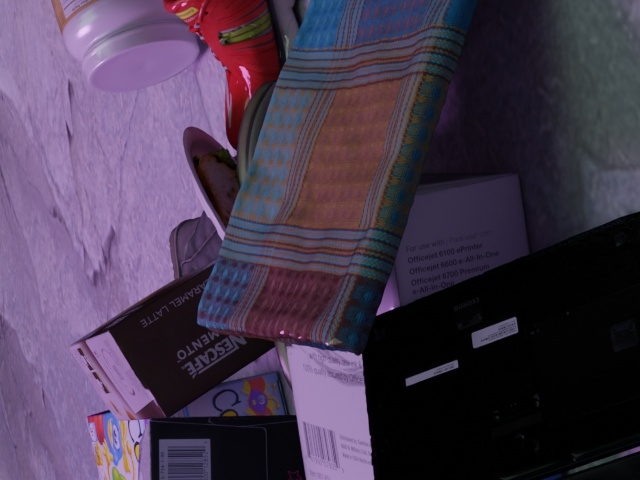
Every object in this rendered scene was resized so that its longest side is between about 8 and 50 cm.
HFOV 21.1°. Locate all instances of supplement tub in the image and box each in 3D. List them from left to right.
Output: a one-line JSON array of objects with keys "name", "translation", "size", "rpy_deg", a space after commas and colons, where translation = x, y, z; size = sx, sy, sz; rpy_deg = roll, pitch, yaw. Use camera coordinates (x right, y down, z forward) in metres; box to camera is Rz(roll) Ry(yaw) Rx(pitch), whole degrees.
[{"name": "supplement tub", "translation": [-0.214, -0.271, 1.807], "size": [0.144, 0.144, 0.200], "rpy_deg": [-45, 61, 61]}]

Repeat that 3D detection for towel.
[{"name": "towel", "translation": [0.019, -0.101, 1.297], "size": [0.271, 0.040, 0.370], "rpy_deg": [0, 70, 65]}]

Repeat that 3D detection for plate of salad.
[{"name": "plate of salad", "translation": [-0.061, -0.027, 1.608], "size": [0.200, 0.048, 0.200], "rpy_deg": [53, -167, -17]}]

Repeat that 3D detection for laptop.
[{"name": "laptop", "translation": [0.167, 0.154, 1.185], "size": [0.234, 0.136, 0.264], "rpy_deg": [-23, 52, 25]}]

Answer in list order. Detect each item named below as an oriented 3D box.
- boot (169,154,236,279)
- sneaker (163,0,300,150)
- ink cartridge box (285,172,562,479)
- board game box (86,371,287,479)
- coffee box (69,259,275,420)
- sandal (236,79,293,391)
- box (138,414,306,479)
[{"name": "boot", "translation": [-0.091, 0.028, 1.790], "size": [0.208, 0.076, 0.190], "rpy_deg": [-31, 75, 57]}, {"name": "sneaker", "translation": [-0.089, -0.211, 1.599], "size": [0.107, 0.118, 0.279], "rpy_deg": [38, 134, 56]}, {"name": "ink cartridge box", "translation": [0.073, 0.103, 1.384], "size": [0.223, 0.129, 0.307], "rpy_deg": [4, 104, 65]}, {"name": "board game box", "translation": [-0.143, 0.238, 1.897], "size": [0.275, 0.142, 0.144], "rpy_deg": [-22, 82, 65]}, {"name": "coffee box", "translation": [-0.143, 0.098, 1.657], "size": [0.098, 0.141, 0.246], "rpy_deg": [57, 164, -3]}, {"name": "sandal", "translation": [0.001, 0.001, 1.547], "size": [0.086, 0.120, 0.303], "rpy_deg": [-15, 83, 28]}, {"name": "box", "translation": [-0.083, 0.290, 1.548], "size": [0.142, 0.163, 0.247], "rpy_deg": [121, 148, -72]}]
